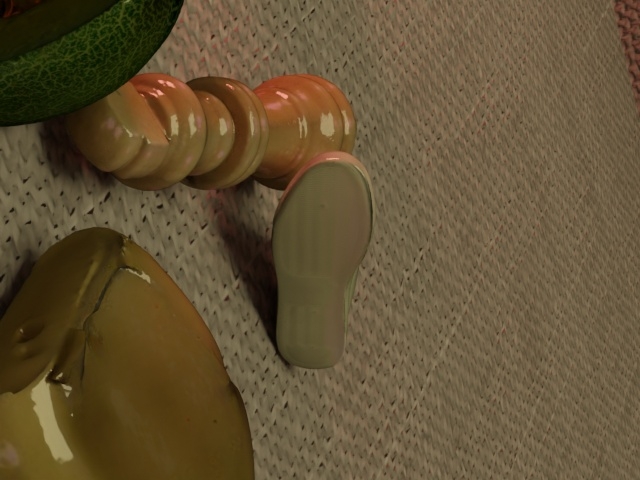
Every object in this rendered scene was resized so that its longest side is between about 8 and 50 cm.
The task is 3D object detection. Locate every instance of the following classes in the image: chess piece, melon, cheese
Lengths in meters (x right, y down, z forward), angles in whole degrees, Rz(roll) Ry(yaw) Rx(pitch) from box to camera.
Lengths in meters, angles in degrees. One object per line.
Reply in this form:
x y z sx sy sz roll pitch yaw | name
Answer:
-0.100 -0.095 1.532 0.397 0.117 0.117 -8 89 -64 | chess piece
-0.167 -0.179 1.321 0.129 0.169 0.265 61 32 -42 | melon
-0.147 0.164 1.319 0.316 0.128 0.259 59 39 -31 | cheese

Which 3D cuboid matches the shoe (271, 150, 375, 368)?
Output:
0.000 0.000 1.684 0.110 0.095 0.265 -81 -179 -50 | shoe
